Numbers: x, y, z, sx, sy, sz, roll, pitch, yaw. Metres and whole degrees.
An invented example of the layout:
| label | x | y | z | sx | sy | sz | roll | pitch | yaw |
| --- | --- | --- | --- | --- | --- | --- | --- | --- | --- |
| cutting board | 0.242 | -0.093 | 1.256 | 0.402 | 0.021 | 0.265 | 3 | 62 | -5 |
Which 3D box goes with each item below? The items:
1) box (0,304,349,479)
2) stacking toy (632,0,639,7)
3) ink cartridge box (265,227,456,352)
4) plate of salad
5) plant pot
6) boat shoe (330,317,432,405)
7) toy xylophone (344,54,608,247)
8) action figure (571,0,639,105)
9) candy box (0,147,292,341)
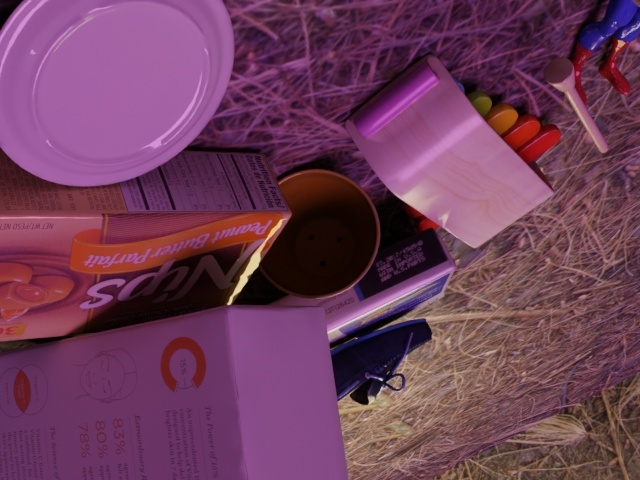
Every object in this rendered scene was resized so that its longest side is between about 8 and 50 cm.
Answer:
| label | x | y | z | sx | sy | sz | roll | pitch | yaw |
| --- | --- | --- | --- | --- | --- | --- | --- | --- | --- |
| box | -0.166 | 0.196 | 0.854 | 0.345 | 0.215 | 0.168 | -13 | 170 | 30 |
| stacking toy | 0.198 | -0.351 | 0.403 | 0.350 | 0.351 | 0.479 | -40 | 130 | 24 |
| ink cartridge box | 0.020 | 0.097 | 1.106 | 0.303 | 0.072 | 0.307 | -27 | 170 | 0 |
| plate of salad | -0.158 | -0.128 | 0.657 | 0.199 | 0.048 | 0.200 | -26 | 142 | -22 |
| plant pot | 0.000 | 0.000 | 0.921 | 0.134 | 0.134 | 0.095 | -28 | 168 | 3 |
| boat shoe | 0.045 | 0.186 | 1.167 | 0.258 | 0.089 | 0.109 | -23 | 168 | -18 |
| toy xylophone | 0.181 | -0.096 | 0.938 | 0.236 | 0.081 | 0.322 | -32 | 150 | 11 |
| action figure | 0.329 | -0.220 | 0.812 | 0.091 | 0.139 | 0.280 | -18 | 147 | -17 |
| candy box | -0.206 | 0.005 | 0.789 | 0.316 | 0.088 | 0.183 | -2 | 144 | -36 |
